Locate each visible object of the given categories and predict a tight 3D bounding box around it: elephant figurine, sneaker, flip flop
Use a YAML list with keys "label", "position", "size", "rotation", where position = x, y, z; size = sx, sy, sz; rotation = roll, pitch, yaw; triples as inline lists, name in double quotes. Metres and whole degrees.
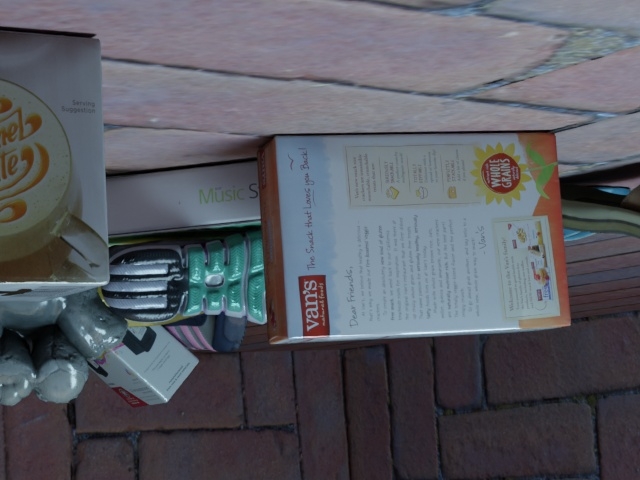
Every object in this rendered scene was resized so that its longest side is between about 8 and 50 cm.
- label: "elephant figurine"
  position: [-0.265, 0.034, 1.496]
  size: [0.169, 0.186, 0.239]
  rotation: [33, -167, -19]
- label: "sneaker"
  position: [-0.079, 0.022, 1.395]
  size: [0.224, 0.083, 0.098]
  rotation: [4, -169, -21]
- label: "sneaker"
  position: [-0.168, 0.084, 2.091]
  size: [0.131, 0.112, 0.319]
  rotation: [9, 167, -14]
- label: "flip flop"
  position: [0.326, -0.039, 1.519]
  size: [0.277, 0.080, 0.112]
  rotation: [10, -171, 42]

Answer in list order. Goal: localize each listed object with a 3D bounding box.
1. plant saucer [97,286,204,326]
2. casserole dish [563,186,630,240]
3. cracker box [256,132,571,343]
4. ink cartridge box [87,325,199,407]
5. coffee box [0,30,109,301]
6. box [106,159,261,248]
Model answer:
- label: "plant saucer"
  position: [-0.281, 0.046, 1.825]
  size: [0.333, 0.081, 0.333]
  rotation: [-1, 172, -24]
- label: "casserole dish"
  position: [0.247, -0.024, 1.725]
  size: [0.114, 0.037, 0.188]
  rotation: [-2, 174, -12]
- label: "cracker box"
  position: [0.072, -0.002, 1.302]
  size: [0.232, 0.155, 0.067]
  rotation: [-1, 173, -17]
- label: "ink cartridge box"
  position: [-0.258, 0.126, 2.110]
  size: [0.175, 0.072, 0.127]
  rotation: [44, 156, -14]
- label: "coffee box"
  position: [-0.245, -0.039, 0.886]
  size: [0.247, 0.141, 0.098]
  rotation: [2, 172, -33]
- label: "box"
  position: [-0.060, -0.018, 1.507]
  size: [0.232, 0.058, 0.322]
  rotation: [-6, 171, 14]
